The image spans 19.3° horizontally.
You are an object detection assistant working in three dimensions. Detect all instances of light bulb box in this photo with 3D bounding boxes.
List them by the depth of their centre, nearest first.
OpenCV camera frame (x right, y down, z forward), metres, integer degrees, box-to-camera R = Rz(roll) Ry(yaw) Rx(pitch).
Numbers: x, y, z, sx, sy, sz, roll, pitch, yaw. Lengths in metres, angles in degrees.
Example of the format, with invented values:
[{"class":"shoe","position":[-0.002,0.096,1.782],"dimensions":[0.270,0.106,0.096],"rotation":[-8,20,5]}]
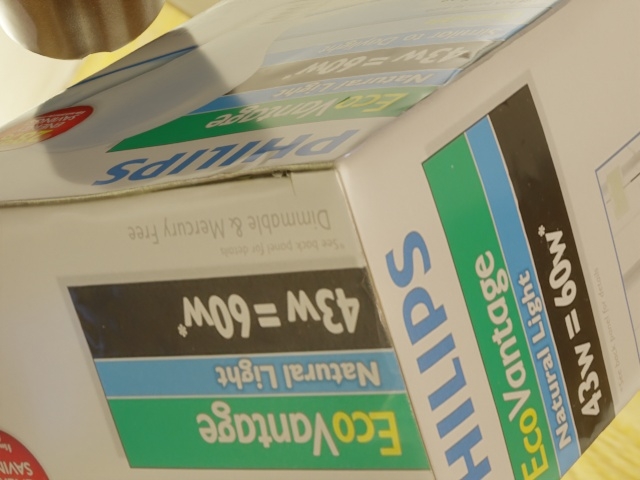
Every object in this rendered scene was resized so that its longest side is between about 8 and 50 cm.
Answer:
[{"class":"light bulb box","position":[0.000,0.000,1.075],"dimensions":[0.358,0.225,0.361],"rotation":[-4,-158,38]}]

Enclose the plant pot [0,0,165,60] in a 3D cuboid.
[{"class":"plant pot","position":[-0.173,-0.218,1.260],"dimensions":[0.167,0.165,0.167],"rotation":[-3,-123,4]}]
